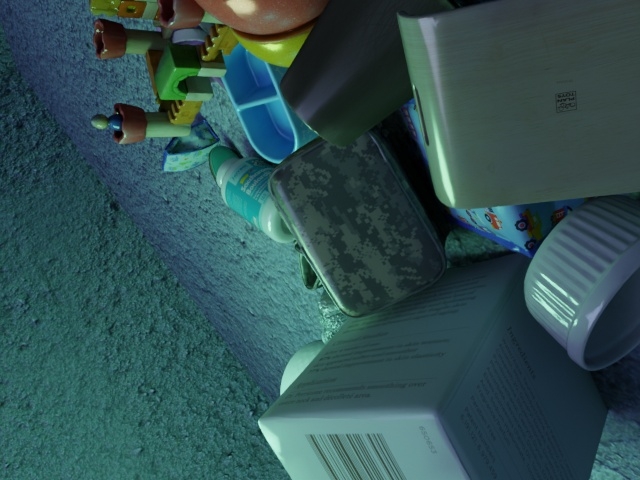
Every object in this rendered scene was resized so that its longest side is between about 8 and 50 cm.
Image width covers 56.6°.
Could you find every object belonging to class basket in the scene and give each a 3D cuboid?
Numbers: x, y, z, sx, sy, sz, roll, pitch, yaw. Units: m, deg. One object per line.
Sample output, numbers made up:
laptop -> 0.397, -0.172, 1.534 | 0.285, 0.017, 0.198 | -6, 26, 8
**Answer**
basket -> 0.067, -0.244, 0.772 | 0.204, 0.154, 0.227 | 47, 116, 3

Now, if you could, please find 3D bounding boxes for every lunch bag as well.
lunch bag -> 0.075, -0.062, 1.019 | 0.305, 0.212, 0.256 | 58, -163, -9
lunch bag -> 0.209, -0.122, 0.852 | 0.221, 0.138, 0.293 | 62, 163, -19
lunch bag -> -0.376, -0.255, 1.668 | 0.096, 0.151, 0.129 | 53, 156, 4

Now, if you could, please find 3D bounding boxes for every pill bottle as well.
pill bottle -> -0.142, -0.111, 1.435 | 0.264, 0.146, 0.146 | 33, 147, 38

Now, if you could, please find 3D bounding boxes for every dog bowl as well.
dog bowl -> -0.105, -0.288, 1.190 | 0.166, 0.074, 0.297 | -2, 121, 41

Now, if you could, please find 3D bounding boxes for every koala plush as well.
koala plush -> 0.084, 0.114, 1.220 | 0.203, 0.221, 0.196 | 42, 151, 26

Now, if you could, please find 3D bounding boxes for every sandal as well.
sandal -> -0.282, -0.423, 1.353 | 0.416, 0.102, 0.169 | 39, 150, 28

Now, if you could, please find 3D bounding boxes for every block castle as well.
block castle -> -0.324, -0.415, 1.134 | 0.453, 0.212, 0.303 | -37, 65, 53

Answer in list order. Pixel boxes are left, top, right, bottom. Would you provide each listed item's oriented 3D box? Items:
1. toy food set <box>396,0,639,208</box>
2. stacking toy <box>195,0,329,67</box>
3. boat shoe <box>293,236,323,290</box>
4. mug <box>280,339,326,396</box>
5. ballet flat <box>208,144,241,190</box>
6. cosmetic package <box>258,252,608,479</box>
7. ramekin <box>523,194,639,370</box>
toy food set -> 0.248, -0.158, 0.612 | 0.306, 0.092, 0.220 | -6, 123, 20
stacking toy -> -0.051, -0.368, 0.858 | 0.350, 0.350, 0.480 | 34, 163, 38
boat shoe -> 0.000, 0.000, 1.351 | 0.121, 0.119, 0.335 | 36, 149, 35
mug -> 0.135, 0.401, 1.480 | 0.374, 0.276, 0.328 | 32, 155, -23
ballet flat -> -0.209, -0.128, 1.604 | 0.280, 0.095, 0.096 | 54, 167, 4
cosmetic package -> 0.193, 0.272, 0.925 | 0.329, 0.393, 0.327 | -19, 106, 43
ramekin -> 0.343, 0.044, 0.714 | 0.109, 0.207, 0.207 | 45, 155, 42
